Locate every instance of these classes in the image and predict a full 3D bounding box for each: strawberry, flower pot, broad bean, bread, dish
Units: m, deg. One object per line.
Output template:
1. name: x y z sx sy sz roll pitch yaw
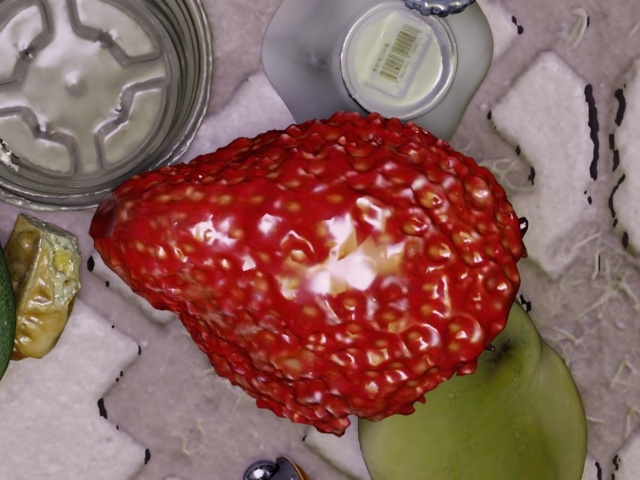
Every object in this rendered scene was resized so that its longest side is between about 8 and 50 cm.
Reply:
1. strawberry: -0.002 0.003 1.142 0.261 0.261 0.257 -39 111 -1
2. flower pot: -0.184 -0.123 1.144 0.235 0.140 0.235 -2 104 -10
3. broad bean: 0.124 0.149 1.286 0.189 0.121 0.263 -24 109 -9
4. bread: -0.222 0.041 1.216 0.066 0.060 0.110 21 97 -1
5. dish: 0.053 -0.145 1.227 0.190 0.066 0.191 -3 104 -12

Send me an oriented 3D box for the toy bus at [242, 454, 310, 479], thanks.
1. toy bus: -0.066 0.273 1.293 0.194 0.083 0.088 -46 117 4

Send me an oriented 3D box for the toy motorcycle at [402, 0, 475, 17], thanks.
1. toy motorcycle: 0.037 -0.293 1.162 0.239 0.108 0.204 28 81 -14

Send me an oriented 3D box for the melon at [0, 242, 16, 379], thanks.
1. melon: -0.325 0.003 1.120 0.182 0.182 0.288 -24 101 -6
